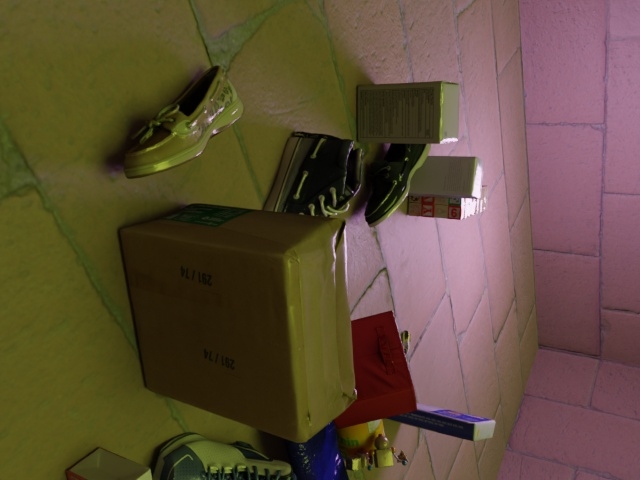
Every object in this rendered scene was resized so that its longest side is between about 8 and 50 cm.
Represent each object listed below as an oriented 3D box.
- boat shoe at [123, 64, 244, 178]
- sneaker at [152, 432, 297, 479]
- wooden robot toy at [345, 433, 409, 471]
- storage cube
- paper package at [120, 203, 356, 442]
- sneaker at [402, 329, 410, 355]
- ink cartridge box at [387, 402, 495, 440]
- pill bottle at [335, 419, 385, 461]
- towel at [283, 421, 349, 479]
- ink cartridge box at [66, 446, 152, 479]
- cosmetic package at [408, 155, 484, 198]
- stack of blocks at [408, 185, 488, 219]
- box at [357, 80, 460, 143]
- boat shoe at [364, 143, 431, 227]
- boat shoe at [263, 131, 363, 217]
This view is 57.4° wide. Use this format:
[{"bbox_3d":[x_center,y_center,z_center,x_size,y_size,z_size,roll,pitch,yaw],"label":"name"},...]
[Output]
[{"bbox_3d":[-0.223,-0.189,0.926,0.285,0.105,0.089,-59,138,-50],"label":"boat shoe"},{"bbox_3d":[-0.148,0.440,1.076,0.315,0.182,0.127,29,70,-57],"label":"sneaker"},{"bbox_3d":[0.141,0.520,1.449,0.173,0.076,0.079,0,79,-18],"label":"wooden robot toy"},{"bbox_3d":[0.098,0.292,1.310,0.215,0.193,0.183,69,7,-57],"label":"storage cube"},{"bbox_3d":[-0.123,0.110,0.917,0.168,0.325,0.309,-28,119,-53],"label":"paper package"},{"bbox_3d":[0.280,0.334,1.894,0.035,0.031,0.083,22,77,-58],"label":"sneaker"},{"bbox_3d":[0.342,0.545,1.778,0.307,0.304,0.072,23,75,-57],"label":"ink cartridge box"},{"bbox_3d":[0.085,0.439,1.496,0.136,0.136,0.245,-45,132,-46],"label":"pill bottle"},{"bbox_3d":[0.001,0.500,1.337,0.227,0.076,0.308,-70,147,-68],"label":"towel"},{"bbox_3d":[-0.304,0.428,0.884,0.067,0.115,0.198,-29,121,-53],"label":"ink cartridge box"},{"bbox_3d":[0.353,-0.187,1.723,0.085,0.231,0.117,9,88,-58],"label":"cosmetic package"},{"bbox_3d":[0.423,-0.132,1.906,0.297,0.171,0.087,-15,108,-58],"label":"stack of blocks"},{"bbox_3d":[0.222,-0.323,1.485,0.127,0.232,0.148,-19,112,-55],"label":"box"},{"bbox_3d":[0.186,-0.184,1.576,0.113,0.127,0.340,44,62,-18],"label":"boat shoe"},{"bbox_3d":[-0.017,-0.069,1.214,0.127,0.158,0.340,27,72,-57],"label":"boat shoe"}]
